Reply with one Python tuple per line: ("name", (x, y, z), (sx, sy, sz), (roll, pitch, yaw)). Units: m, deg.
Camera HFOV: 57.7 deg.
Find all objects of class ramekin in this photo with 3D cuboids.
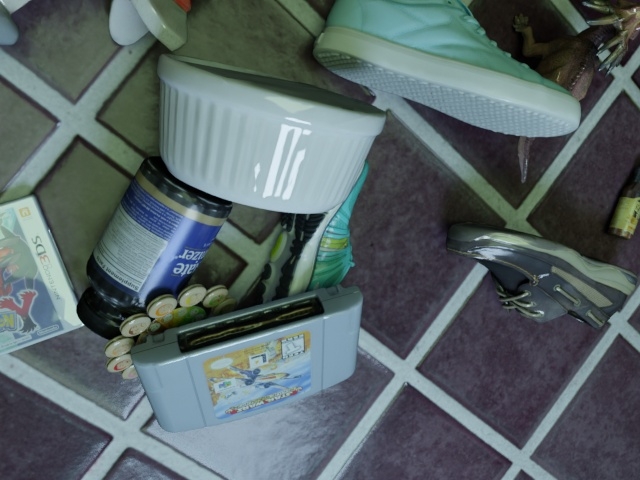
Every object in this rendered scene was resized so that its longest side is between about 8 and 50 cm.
("ramekin", (-0.067, -0.128, 0.696), (0.272, 0.273, 0.127), (9, 109, -19))

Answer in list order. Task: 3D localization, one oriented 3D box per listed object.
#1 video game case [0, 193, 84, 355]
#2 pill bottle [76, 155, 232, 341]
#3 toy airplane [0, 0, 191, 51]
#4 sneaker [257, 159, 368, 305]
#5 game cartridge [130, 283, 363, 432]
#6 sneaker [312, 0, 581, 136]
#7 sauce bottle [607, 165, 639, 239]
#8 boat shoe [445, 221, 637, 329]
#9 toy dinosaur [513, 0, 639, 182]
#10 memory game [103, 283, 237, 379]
("video game case", (-0.428, 0.059, 0.730), (0.201, 0.023, 0.184), (-20, 104, -14))
("pill bottle", (-0.214, 0.015, 0.730), (0.122, 0.123, 0.219), (28, 103, -20))
("toy airplane", (-0.268, -0.337, 0.561), (0.383, 0.273, 0.386), (9, 127, -5))
("sneaker", (0.000, 0.000, 0.833), (0.109, 0.107, 0.276), (18, 99, -37))
("game cartridge", (-0.086, 0.167, 0.790), (0.296, 0.062, 0.198), (-14, 134, -13))
("sneaker", (0.181, -0.255, 0.768), (0.365, 0.135, 0.150), (21, 89, 2))
("sauce bottle", (0.540, -0.065, 1.009), (0.042, 0.042, 0.128), (19, 92, -20))
("boat shoe", (0.352, 0.067, 0.925), (0.355, 0.132, 0.130), (17, 93, -18))
("toy dinosaur", (0.351, -0.233, 0.837), (0.127, 0.200, 0.296), (25, 91, -20))
("memory game", (-0.191, 0.121, 0.756), (0.186, 0.186, 0.012), (-32, 63, -11))
